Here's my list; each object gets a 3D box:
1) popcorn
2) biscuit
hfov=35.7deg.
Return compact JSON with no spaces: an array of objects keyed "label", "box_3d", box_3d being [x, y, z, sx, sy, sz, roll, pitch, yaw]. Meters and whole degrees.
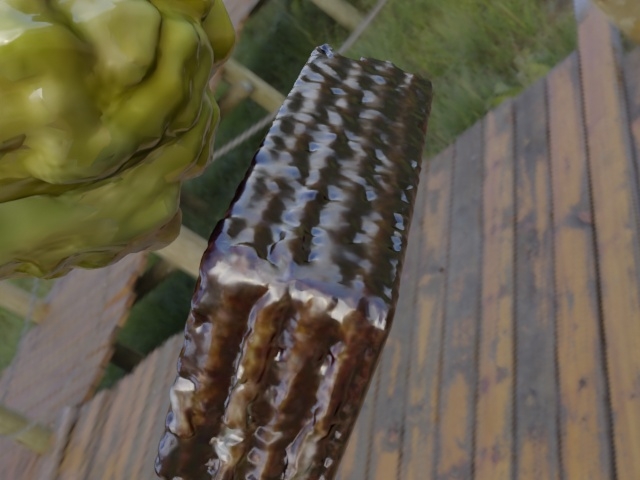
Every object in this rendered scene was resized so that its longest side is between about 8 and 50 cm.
[{"label":"popcorn","box_3d":[-0.174,-0.088,0.458,0.293,0.237,0.293,-33,-15,-10]},{"label":"biscuit","box_3d":[0.000,0.000,0.445,0.252,0.070,0.106,-70,-2,-60]}]
